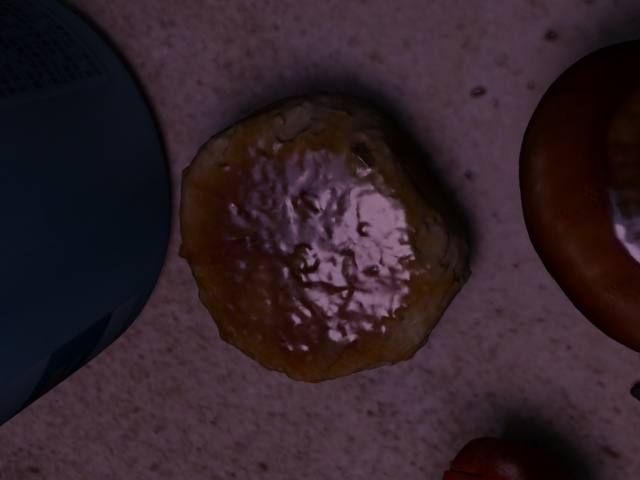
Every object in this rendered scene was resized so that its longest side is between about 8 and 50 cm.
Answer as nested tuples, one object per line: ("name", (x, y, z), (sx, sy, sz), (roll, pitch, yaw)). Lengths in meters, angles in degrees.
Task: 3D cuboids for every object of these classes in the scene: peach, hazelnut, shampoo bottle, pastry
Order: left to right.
("shampoo bottle", (-0.316, -0.004, 0.724), (0.331, 0.342, 0.331), (7, 110, 20))
("pastry", (0.000, 0.000, 0.732), (0.182, 0.093, 0.192), (-21, 97, 25))
("peach", (0.124, 0.193, 0.714), (0.118, 0.151, 0.151), (-22, 98, 47))
("hazelnut", (0.202, -0.011, 0.608), (0.204, 0.178, 0.178), (19, 117, -17))

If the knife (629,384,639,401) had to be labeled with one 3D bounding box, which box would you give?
("knife", (0.299, 0.150, 0.694), (0.222, 0.021, 0.045), (34, 119, 9))
